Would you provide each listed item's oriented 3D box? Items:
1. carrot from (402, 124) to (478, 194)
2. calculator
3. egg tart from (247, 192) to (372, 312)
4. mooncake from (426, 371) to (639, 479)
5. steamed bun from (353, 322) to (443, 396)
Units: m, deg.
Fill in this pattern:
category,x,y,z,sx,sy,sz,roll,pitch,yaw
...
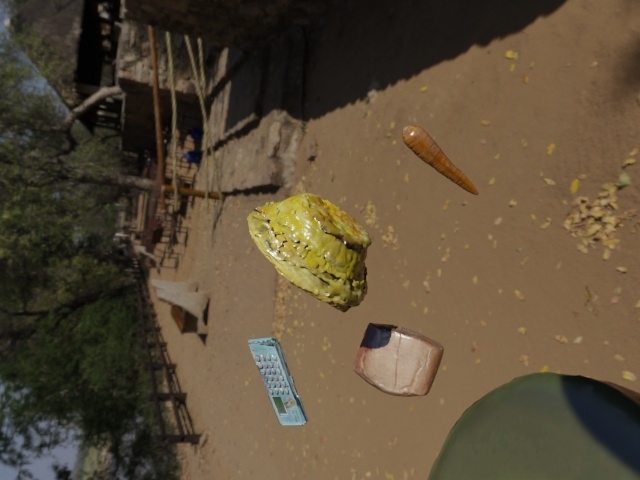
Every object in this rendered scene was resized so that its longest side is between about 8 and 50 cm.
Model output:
category,x,y,z,sx,sy,sz,roll,pitch,yaw
carrot,0.253,-0.161,1.031,0.048,0.216,0.048,-47,13,15
calculator,-0.068,0.235,0.812,0.018,0.057,0.172,-51,-52,-59
egg tart,0.000,0.000,0.929,0.123,0.294,0.294,-51,33,16
mooncake,0.222,0.295,0.391,0.356,0.194,0.356,-55,15,23
steamed bun,0.167,0.259,1.075,0.106,0.175,0.145,-4,-69,-78
